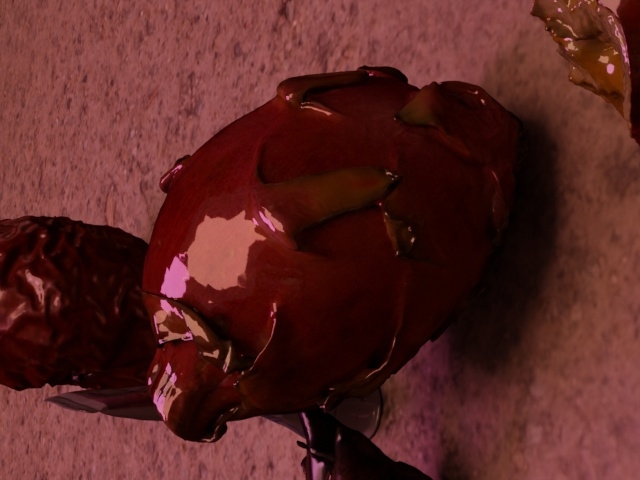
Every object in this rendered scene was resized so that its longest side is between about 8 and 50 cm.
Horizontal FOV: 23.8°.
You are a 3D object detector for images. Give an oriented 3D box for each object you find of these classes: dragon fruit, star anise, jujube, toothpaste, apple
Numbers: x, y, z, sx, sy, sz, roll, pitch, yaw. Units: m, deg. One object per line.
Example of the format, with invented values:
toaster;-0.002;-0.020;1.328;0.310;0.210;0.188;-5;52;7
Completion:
dragon fruit;-0.003;0.003;1.089;0.315;0.250;0.250;-49;39;23
star anise;0.052;0.234;1.133;0.272;0.103;0.272;163;90;-82
jujube;-0.272;0.069;1.639;0.213;0.232;0.213;-175;90;-65
toothpaste;-0.079;0.130;1.207;0.096;0.266;0.061;-2;85;62
apple;0.198;-0.134;0.854;0.147;0.156;0.158;-57;22;15
